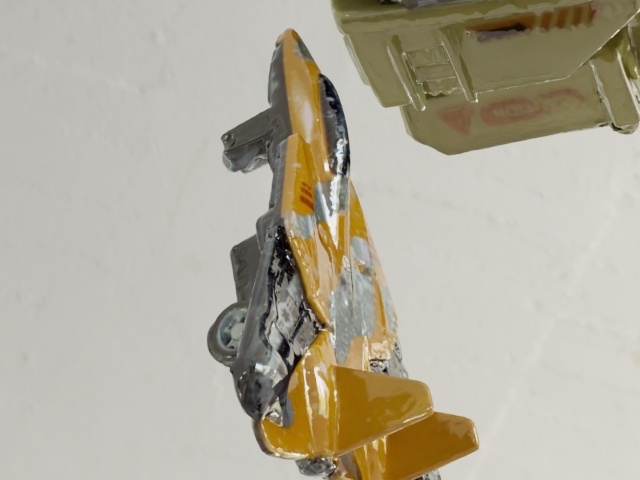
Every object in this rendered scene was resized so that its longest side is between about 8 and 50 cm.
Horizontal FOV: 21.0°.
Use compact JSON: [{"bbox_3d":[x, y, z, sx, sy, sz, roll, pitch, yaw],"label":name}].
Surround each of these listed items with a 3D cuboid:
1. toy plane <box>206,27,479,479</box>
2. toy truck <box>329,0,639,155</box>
[{"bbox_3d":[-0.010,0.006,0.963,0.103,0.316,0.204,-32,-40,17],"label":"toy plane"},{"bbox_3d":[0.194,-0.187,1.057,0.405,0.180,0.254,-8,-53,21],"label":"toy truck"}]
